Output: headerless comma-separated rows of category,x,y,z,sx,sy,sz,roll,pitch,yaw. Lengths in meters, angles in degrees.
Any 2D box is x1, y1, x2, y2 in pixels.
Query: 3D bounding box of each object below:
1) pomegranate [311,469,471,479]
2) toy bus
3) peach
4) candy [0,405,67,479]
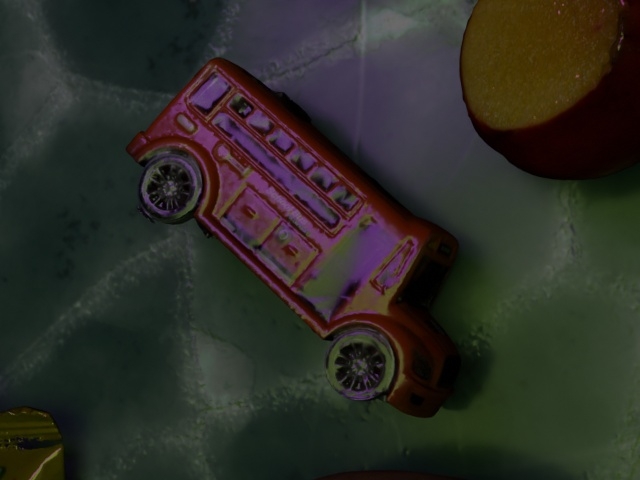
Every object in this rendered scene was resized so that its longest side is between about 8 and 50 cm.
pomegranate,0.051,0.310,0.969,0.319,0.319,0.319,-2,85,18
toy bus,0.000,0.000,1.075,0.329,0.143,0.153,43,97,19
peach,0.198,-0.139,0.995,0.190,0.192,0.190,-4,74,13
candy,-0.299,0.300,1.185,0.187,0.081,0.297,-8,89,17
